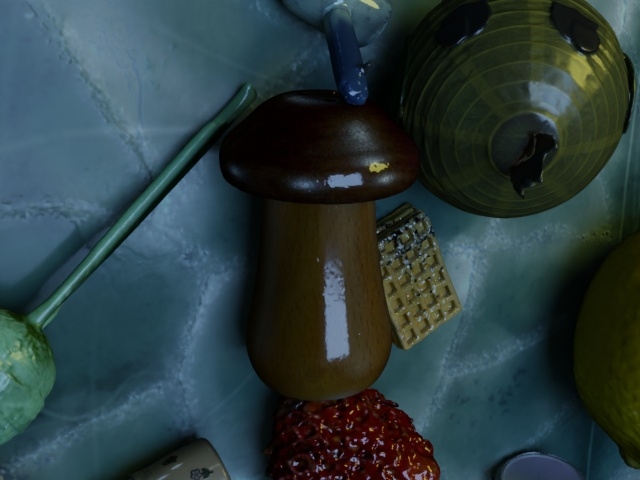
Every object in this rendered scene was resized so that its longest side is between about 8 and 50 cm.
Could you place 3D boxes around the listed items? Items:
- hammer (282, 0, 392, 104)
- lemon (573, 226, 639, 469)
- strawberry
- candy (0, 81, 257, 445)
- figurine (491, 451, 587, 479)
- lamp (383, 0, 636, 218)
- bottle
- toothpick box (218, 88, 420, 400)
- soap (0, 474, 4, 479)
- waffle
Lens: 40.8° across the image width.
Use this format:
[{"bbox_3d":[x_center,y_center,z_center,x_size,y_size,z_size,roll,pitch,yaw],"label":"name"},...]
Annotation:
[{"bbox_3d":[0.023,-0.196,0.822,0.116,0.194,0.069,24,129,-32],"label":"hammer"},{"bbox_3d":[0.481,0.129,1.086,0.336,0.336,0.336,-8,107,-27],"label":"lemon"},{"bbox_3d":[0.034,0.246,0.935,0.184,0.201,0.187,51,57,-47],"label":"strawberry"},{"bbox_3d":[-0.204,0.009,0.808,0.440,0.119,0.119,-50,121,-18],"label":"candy"},{"bbox_3d":[0.290,0.382,1.165,0.132,0.132,0.154,-14,122,-25],"label":"figurine"},{"bbox_3d":[0.188,-0.130,0.869,0.250,0.284,0.250,2,122,3],"label":"lamp"},{"bbox_3d":[-0.167,0.278,0.886,0.152,0.099,0.099,-24,113,-23],"label":"bottle"},{"bbox_3d":[0.000,0.000,0.854,0.192,0.192,0.294,-12,114,-26],"label":"toothpick box"},{"bbox_3d":[-0.436,0.222,0.728,0.274,0.089,0.173,29,89,-33],"label":"soap"},{"bbox_3d":[0.099,0.043,1.000,0.102,0.042,0.148,-31,115,-19],"label":"waffle"}]
